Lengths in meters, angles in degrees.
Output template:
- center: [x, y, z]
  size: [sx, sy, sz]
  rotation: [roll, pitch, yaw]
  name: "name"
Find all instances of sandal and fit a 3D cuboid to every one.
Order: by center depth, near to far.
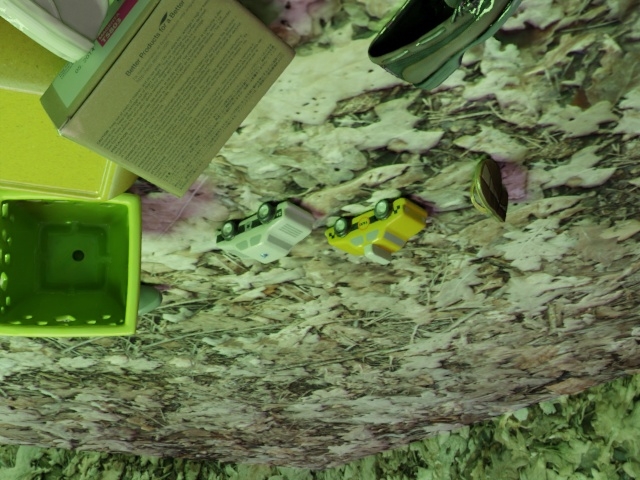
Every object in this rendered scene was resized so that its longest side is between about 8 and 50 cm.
- center: [0.285, -0.080, 1.350]
  size: [0.049, 0.072, 0.180]
  rotation: [8, 164, 27]
  name: "sandal"

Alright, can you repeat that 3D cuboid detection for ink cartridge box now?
- center: [-0.174, -0.191, 0.916]
  size: [0.235, 0.088, 0.193]
  rotation: [-49, 138, 8]
  name: "ink cartridge box"

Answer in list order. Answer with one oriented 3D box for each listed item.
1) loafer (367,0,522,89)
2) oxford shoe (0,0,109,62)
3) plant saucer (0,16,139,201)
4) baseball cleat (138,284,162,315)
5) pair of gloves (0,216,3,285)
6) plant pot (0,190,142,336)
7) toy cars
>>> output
- center: [0.151, -0.276, 0.895]
  size: [0.095, 0.109, 0.302]
  rotation: [11, 153, -18]
  name: "loafer"
- center: [-0.365, -0.337, 0.699]
  size: [0.449, 0.169, 0.130]
  rotation: [36, 93, -41]
  name: "oxford shoe"
- center: [-0.382, -0.154, 1.033]
  size: [0.332, 0.081, 0.333]
  rotation: [6, 150, -20]
  name: "plant saucer"
- center: [-0.434, 0.111, 1.627]
  size: [0.205, 0.072, 0.109]
  rotation: [-3, 147, -9]
  name: "baseball cleat"
- center: [-0.520, 0.032, 1.462]
  size: [0.240, 0.042, 0.204]
  rotation: [17, 137, -27]
  name: "pair of gloves"
- center: [-0.410, 0.033, 1.286]
  size: [0.228, 0.227, 0.207]
  rotation: [2, 180, -13]
  name: "plant pot"
- center: [0.000, 0.000, 1.437]
  size: [0.393, 0.087, 0.176]
  rotation: [-2, 153, -2]
  name: "toy cars"
